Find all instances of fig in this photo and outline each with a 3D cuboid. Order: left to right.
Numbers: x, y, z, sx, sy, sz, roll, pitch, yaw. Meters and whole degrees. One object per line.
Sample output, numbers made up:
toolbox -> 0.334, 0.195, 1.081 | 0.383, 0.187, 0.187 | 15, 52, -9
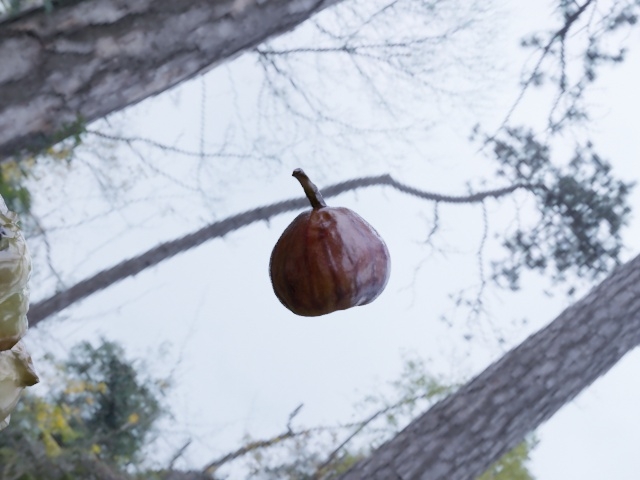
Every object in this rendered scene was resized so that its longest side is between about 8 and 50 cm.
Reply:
fig -> -0.004, 0.016, 1.052 | 0.150, 0.128, 0.128 | 42, -29, 3

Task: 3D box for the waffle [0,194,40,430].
waffle -> -0.334, -0.012, 0.422 | 0.261, 0.376, 0.114 | 43, -56, 45
